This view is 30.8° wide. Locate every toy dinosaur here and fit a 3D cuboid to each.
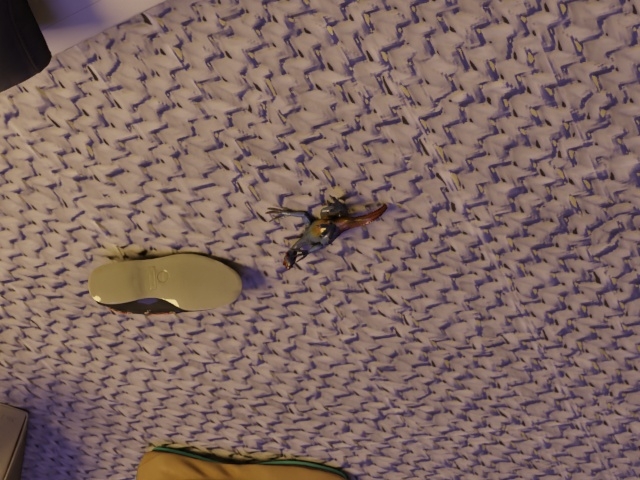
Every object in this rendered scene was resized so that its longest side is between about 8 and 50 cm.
[{"bbox_3d":[0.000,0.000,0.920,0.090,0.047,0.082,7,159,-8],"label":"toy dinosaur"}]

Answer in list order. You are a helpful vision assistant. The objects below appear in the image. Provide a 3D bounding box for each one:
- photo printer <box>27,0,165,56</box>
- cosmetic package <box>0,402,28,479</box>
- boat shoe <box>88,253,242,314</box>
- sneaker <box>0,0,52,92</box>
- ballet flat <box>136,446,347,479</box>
[{"bbox_3d":[-0.227,-0.212,0.680,0.307,0.107,0.256,-18,130,33],"label":"photo printer"},{"bbox_3d":[-0.432,0.292,1.320,0.160,0.113,0.309,18,139,-6],"label":"cosmetic package"},{"bbox_3d":[-0.131,0.039,1.000,0.133,0.049,0.042,-1,166,6],"label":"boat shoe"},{"bbox_3d":[-0.266,-0.128,0.639,0.222,0.083,0.118,2,139,13],"label":"sneaker"},{"bbox_3d":[-0.085,0.274,1.233,0.232,0.073,0.080,4,140,10],"label":"ballet flat"}]
